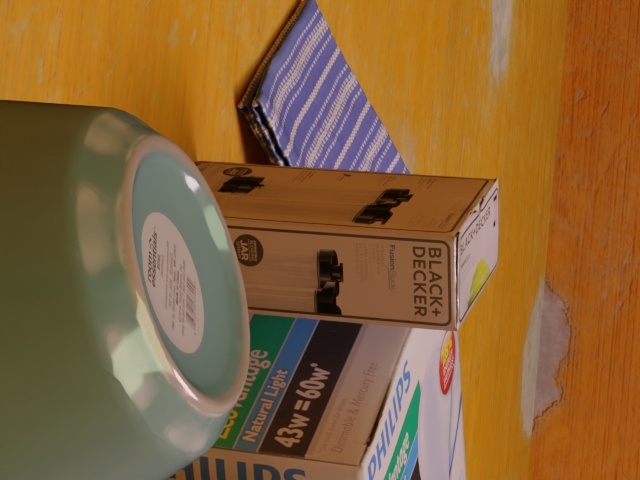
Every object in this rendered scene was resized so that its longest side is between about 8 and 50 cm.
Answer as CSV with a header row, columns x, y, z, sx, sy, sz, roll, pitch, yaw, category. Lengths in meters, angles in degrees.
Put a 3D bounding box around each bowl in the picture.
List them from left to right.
x,y,z,sx,sy,sz,roll,pitch,yaw,category
-0.152,0.039,1.052,0.311,0.163,0.311,-15,90,-74,bowl

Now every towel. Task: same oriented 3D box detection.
x,y,z,sx,sy,sz,roll,pitch,yaw,category
0.038,-0.073,1.803,0.336,0.040,0.243,59,31,-24,towel

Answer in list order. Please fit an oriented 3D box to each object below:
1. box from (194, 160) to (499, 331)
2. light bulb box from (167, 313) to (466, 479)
x,y,z,sx,sy,sz,roll,pitch,yaw,category
0.000,0.000,1.468,0.169,0.290,0.087,-49,140,-65,box
-0.005,0.229,1.616,0.358,0.225,0.361,-63,153,-52,light bulb box
